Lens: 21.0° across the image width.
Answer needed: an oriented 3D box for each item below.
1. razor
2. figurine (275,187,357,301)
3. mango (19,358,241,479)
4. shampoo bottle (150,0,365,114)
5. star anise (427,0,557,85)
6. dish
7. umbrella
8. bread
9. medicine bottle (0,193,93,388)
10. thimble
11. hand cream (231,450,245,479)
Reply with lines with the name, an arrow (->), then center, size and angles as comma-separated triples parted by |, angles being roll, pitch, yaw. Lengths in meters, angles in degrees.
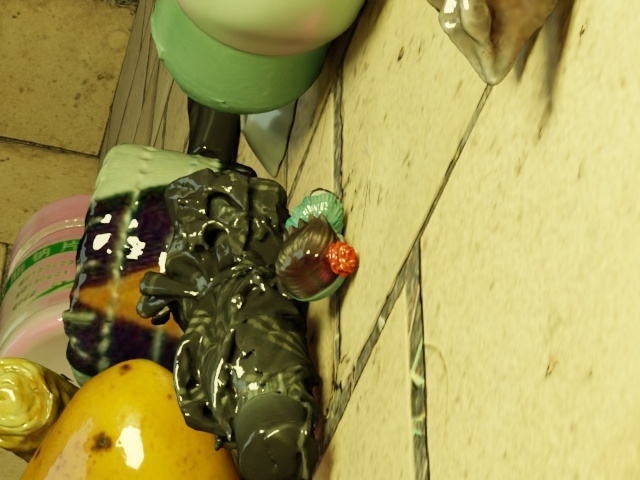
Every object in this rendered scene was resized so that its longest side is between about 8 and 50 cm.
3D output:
razor -> -0.116, -0.125, 1.849 | 0.090, 0.054, 0.148 | 114, 162, -51
figurine -> 0.000, 0.000, 1.186 | 0.060, 0.047, 0.106 | -29, 26, 18
mango -> -0.142, 0.233, 1.291 | 0.160, 0.191, 0.290 | -14, -62, -61
shampoo bottle -> -0.033, -0.226, 1.282 | 0.349, 0.151, 0.222 | 118, 148, -55
star anise -> 0.085, -0.190, 0.813 | 0.209, 0.089, 0.231 | -163, 72, -71
dish -> -0.053, -0.120, 1.569 | 0.137, 0.039, 0.091 | -107, 29, -65
umbrella -> -0.064, 0.071, 1.237 | 0.336, 0.128, 0.154 | -97, 23, -50
bread -> -0.188, 0.181, 1.451 | 0.077, 0.084, 0.367 | -63, -29, -12
medicine bottle -> -0.281, 0.101, 2.064 | 0.325, 0.212, 0.212 | -102, 25, -62
thimble -> -0.135, 0.038, 1.507 | 0.237, 0.150, 0.237 | -170, 90, -89
hand cream -> -0.103, 0.186, 1.466 | 0.203, 0.084, 0.084 | -99, 21, -80
